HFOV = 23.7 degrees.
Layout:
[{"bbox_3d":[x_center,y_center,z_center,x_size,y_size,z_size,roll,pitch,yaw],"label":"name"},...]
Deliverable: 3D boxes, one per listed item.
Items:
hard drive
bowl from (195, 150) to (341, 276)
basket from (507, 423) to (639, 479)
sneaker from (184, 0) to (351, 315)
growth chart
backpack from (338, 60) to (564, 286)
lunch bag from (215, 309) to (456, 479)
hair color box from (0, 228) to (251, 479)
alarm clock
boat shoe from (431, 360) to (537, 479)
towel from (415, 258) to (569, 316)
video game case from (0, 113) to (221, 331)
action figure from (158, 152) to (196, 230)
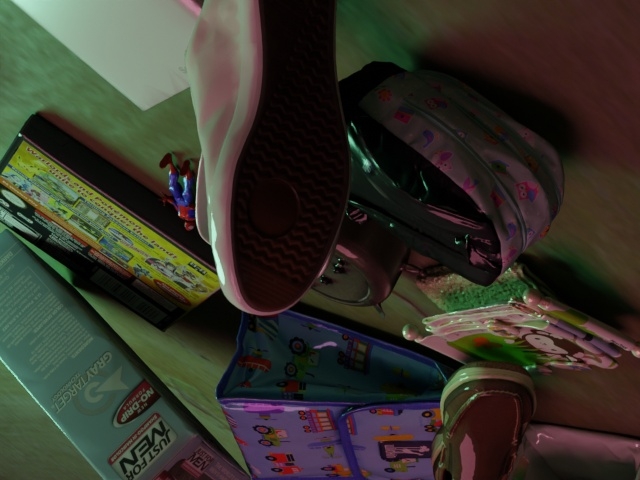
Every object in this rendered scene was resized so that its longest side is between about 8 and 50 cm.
[{"bbox_3d":[-0.214,-0.240,1.277,0.307,0.040,0.203,40,152,-20],"label":"hard drive"},{"bbox_3d":[-0.038,-0.046,1.382,0.142,0.053,0.142,20,119,21],"label":"bowl"},{"bbox_3d":[0.280,0.273,1.612,0.167,0.113,0.103,3,146,42],"label":"basket"},{"bbox_3d":[-0.047,-0.089,1.157,0.106,0.290,0.123,7,176,-33],"label":"sneaker"},{"bbox_3d":[0.191,0.094,1.422,0.172,0.021,0.237,23,158,-24],"label":"growth chart"},{"bbox_3d":[0.098,-0.053,1.196,0.182,0.115,0.152,36,161,27],"label":"backpack"},{"bbox_3d":[0.057,0.190,1.707,0.293,0.138,0.221,7,148,15],"label":"lunch bag"},{"bbox_3d":[-0.262,0.168,1.779,0.374,0.113,0.185,42,174,29],"label":"hair color box"},{"bbox_3d":[0.000,0.000,1.469,0.192,0.064,0.129,36,153,-7],"label":"alarm clock"},{"bbox_3d":[0.164,0.209,1.529,0.095,0.095,0.257,3,150,1],"label":"boat shoe"},{"bbox_3d":[0.165,0.058,1.441,0.110,0.027,0.148,44,150,-25],"label":"towel"},{"bbox_3d":[-0.243,-0.012,1.717,0.275,0.035,0.248,35,153,-10],"label":"video game case"},{"bbox_3d":[-0.142,-0.044,1.566,0.038,0.030,0.115,16,153,15],"label":"action figure"}]
